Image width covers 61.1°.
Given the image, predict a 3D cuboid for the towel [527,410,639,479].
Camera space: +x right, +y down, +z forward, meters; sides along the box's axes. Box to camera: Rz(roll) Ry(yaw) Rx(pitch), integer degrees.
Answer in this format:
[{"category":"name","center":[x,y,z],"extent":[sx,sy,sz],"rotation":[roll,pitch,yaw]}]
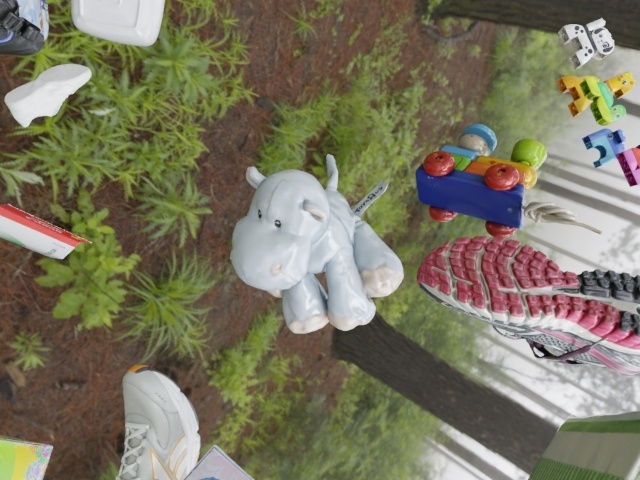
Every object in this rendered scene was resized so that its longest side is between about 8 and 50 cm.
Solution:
[{"category":"towel","center":[0.130,0.262,0.360],"extent":[0.324,0.038,0.248],"rotation":[-58,163,-11]}]

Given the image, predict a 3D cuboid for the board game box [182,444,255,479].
[{"category":"board game box","center":[-0.094,0.418,0.502],"extent":[0.318,0.319,0.066],"rotation":[-43,152,-32]}]

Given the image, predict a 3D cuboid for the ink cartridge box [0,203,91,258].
[{"category":"ink cartridge box","center":[-0.616,-0.014,1.156],"extent":[0.181,0.225,0.056],"rotation":[32,72,-38]}]

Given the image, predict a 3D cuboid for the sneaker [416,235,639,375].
[{"category":"sneaker","center":[0.258,0.088,0.642],"extent":[0.112,0.299,0.120],"rotation":[97,14,-46]}]

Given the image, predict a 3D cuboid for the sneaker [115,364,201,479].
[{"category":"sneaker","center":[-0.220,0.294,0.696],"extent":[0.121,0.099,0.262],"rotation":[-22,103,-48]}]

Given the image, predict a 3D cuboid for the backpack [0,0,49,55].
[{"category":"backpack","center":[-0.576,-0.437,0.872],"extent":[0.213,0.277,0.263],"rotation":[-113,-157,-76]}]

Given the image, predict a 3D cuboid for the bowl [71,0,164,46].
[{"category":"bowl","center":[-0.323,-0.387,0.856],"extent":[0.053,0.142,0.142],"rotation":[-106,-152,-70]}]

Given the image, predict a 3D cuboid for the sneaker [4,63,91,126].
[{"category":"sneaker","center":[-0.648,-0.351,1.314],"extent":[0.212,0.080,0.094],"rotation":[-40,150,-27]}]

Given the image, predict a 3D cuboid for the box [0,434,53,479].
[{"category":"box","center":[-0.588,0.323,0.714],"extent":[0.290,0.279,0.177],"rotation":[43,50,-52]}]

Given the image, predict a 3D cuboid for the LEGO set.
[{"category":"LEGO set","center":[0.403,-0.190,0.739],"extent":[0.093,0.227,0.087],"rotation":[-23,177,-1]}]

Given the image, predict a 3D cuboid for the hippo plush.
[{"category":"hippo plush","center":[0.000,0.000,0.810],"extent":[0.294,0.234,0.236],"rotation":[-59,158,-3]}]

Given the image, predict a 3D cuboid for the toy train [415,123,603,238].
[{"category":"toy train","center":[0.269,-0.082,0.733],"extent":[0.143,0.248,0.105],"rotation":[-49,141,-30]}]
